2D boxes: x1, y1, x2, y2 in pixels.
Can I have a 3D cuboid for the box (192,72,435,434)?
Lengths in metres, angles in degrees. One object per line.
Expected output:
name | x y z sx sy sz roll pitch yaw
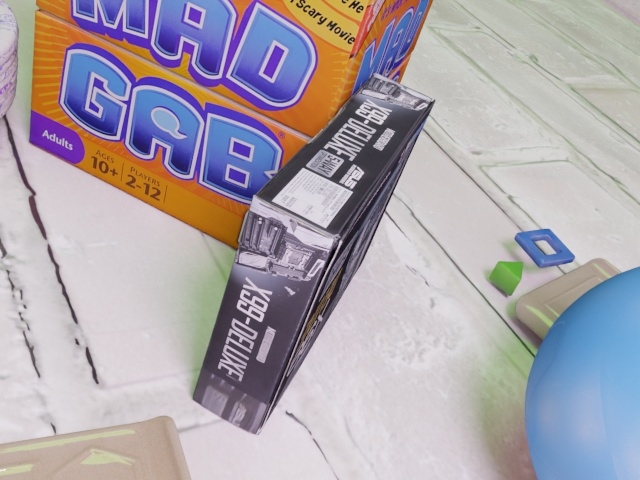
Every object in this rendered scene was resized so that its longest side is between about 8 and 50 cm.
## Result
box | 0.000 0.000 0.693 0.077 0.242 0.307 26 36 7

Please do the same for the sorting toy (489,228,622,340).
sorting toy | 0.361 0.117 0.888 0.196 0.047 0.348 -21 53 -37

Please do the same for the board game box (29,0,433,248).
board game box | -0.090 -0.258 0.878 0.356 0.356 0.356 26 37 8

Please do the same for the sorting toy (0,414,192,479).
sorting toy | -0.186 0.224 0.495 0.208 0.038 0.193 -6 44 -25

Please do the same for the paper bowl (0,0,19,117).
paper bowl | -0.487 -0.193 0.775 0.284 0.148 0.284 14 37 -11

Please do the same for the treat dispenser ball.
treat dispenser ball | 0.325 0.159 0.611 0.288 0.288 0.288 13 37 -10
